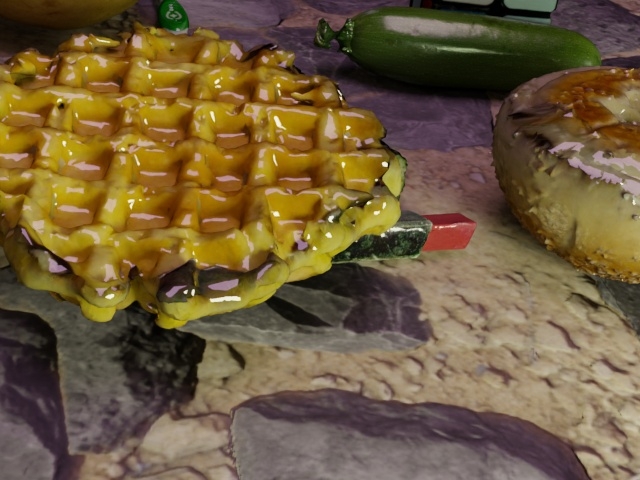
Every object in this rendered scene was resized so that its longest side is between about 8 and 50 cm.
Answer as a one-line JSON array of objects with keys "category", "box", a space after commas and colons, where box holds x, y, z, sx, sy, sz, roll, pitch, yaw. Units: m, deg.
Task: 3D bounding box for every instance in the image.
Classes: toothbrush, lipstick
[{"category": "toothbrush", "box": [-0.199, -0.298, 1.450, 0.042, 0.040, 0.418, -3, 30, -15]}, {"category": "lipstick", "box": [0.000, 0.000, 1.020, 0.312, 0.051, 0.051, -3, 34, -21]}]

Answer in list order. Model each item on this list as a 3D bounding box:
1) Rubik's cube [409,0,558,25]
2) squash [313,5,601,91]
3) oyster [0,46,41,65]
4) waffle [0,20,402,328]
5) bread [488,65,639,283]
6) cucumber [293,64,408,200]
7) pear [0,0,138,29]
[{"category": "Rubik's cube", "box": [0.223, -0.348, 1.483, 0.167, 0.180, 0.183, 5, 35, -6]}, {"category": "squash", "box": [0.181, -0.243, 1.385, 0.379, 0.101, 0.101, 7, 33, -6]}, {"category": "oyster", "box": [-0.396, -0.186, 1.193, 0.163, 0.081, 0.191, 22, 31, 28]}, {"category": "waffle", "box": [-0.137, -0.073, 0.951, 0.382, 0.095, 0.379, -25, 52, -37]}, {"category": "bread", "box": [0.310, -0.065, 1.085, 0.305, 0.159, 0.305, 8, 34, -6]}, {"category": "cucumber", "box": [-0.005, -0.128, 1.197, 0.072, 0.072, 0.300, -12, 37, -28]}, {"category": "pear", "box": [-0.334, -0.410, 1.352, 0.314, 0.314, 0.314, 6, 33, -4]}]
